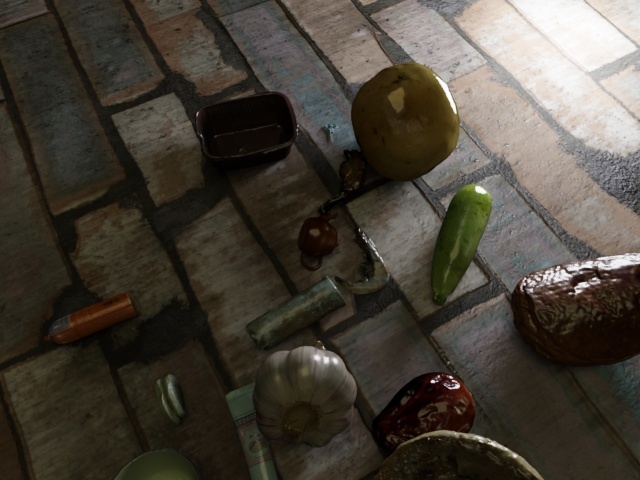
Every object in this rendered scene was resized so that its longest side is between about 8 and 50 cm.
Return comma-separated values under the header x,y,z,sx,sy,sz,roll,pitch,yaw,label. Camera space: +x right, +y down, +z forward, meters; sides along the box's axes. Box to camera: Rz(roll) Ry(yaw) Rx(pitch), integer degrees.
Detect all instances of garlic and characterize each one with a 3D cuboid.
x,y,z,sx,sy,sz,roll,pitch,yaw,label
-0.029,0.327,1.198,0.244,0.245,0.253,7,27,4,garlic

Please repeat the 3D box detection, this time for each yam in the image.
x,y,z,sx,sy,sz,roll,pitch,yaw,label
-0.063,0.189,1.308,0.259,0.093,0.093,-29,67,-14,yam

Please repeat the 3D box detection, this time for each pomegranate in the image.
x,y,z,sx,sy,sz,roll,pitch,yaw,label
0.245,-0.336,1.459,0.332,0.333,0.333,0,63,0,pomegranate

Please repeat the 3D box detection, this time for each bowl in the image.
x,y,z,sx,sy,sz,roll,pitch,yaw,label
-0.341,0.566,1.087,0.211,0.112,0.212,-4,50,4,bowl

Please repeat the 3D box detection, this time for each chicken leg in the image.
x,y,z,sx,sy,sz,roll,pitch,yaw,label
0.076,-0.169,1.515,0.105,0.051,0.253,20,65,17,chicken leg

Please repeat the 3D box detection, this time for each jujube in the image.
x,y,z,sx,sy,sz,roll,pitch,yaw,label
0.231,0.399,1.162,0.236,0.168,0.168,-23,65,-7,jujube

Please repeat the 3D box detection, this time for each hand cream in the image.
x,y,z,sx,sy,sz,roll,pitch,yaw,label
-0.140,0.496,1.174,0.085,0.058,0.331,-25,59,7,hand cream

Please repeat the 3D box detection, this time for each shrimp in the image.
x,y,z,sx,sy,sz,roll,pitch,yaw,label
0.097,0.061,1.408,0.147,0.035,0.195,-22,66,-9,shrimp

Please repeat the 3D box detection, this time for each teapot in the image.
x,y,z,sx,sy,sz,roll,pitch,yaw,label
0.000,0.000,1.404,0.116,0.116,0.173,19,91,9,teapot

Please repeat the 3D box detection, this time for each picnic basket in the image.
x,y,z,sx,sy,sz,roll,pitch,yaw,label
-0.214,-0.312,1.543,0.296,0.129,0.223,-13,65,-6,picnic basket

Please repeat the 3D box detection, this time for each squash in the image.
x,y,z,sx,sy,sz,roll,pitch,yaw,label
0.371,0.002,1.393,0.118,0.118,0.371,23,68,11,squash

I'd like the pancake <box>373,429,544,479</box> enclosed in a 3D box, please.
x,y,z,sx,sy,sz,roll,pitch,yaw,label
0.287,0.570,1.044,0.386,0.082,0.388,0,90,21,pancake

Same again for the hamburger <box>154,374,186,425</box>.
x,y,z,sx,sy,sz,roll,pitch,yaw,label
-0.356,0.375,1.213,0.054,0.084,0.121,-21,66,-12,hamburger

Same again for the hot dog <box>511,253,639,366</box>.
x,y,z,sx,sy,sz,roll,pitch,yaw,label
0.674,0.170,1.280,0.387,0.174,0.267,-13,61,4,hot dog

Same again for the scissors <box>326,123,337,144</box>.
x,y,z,sx,sy,sz,roll,pitch,yaw,label
0.036,-0.337,1.625,0.035,0.006,0.084,0,63,-2,scissors

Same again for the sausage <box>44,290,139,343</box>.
x,y,z,sx,sy,sz,roll,pitch,yaw,label
-0.587,0.204,1.308,0.234,0.071,0.071,-22,65,-12,sausage
